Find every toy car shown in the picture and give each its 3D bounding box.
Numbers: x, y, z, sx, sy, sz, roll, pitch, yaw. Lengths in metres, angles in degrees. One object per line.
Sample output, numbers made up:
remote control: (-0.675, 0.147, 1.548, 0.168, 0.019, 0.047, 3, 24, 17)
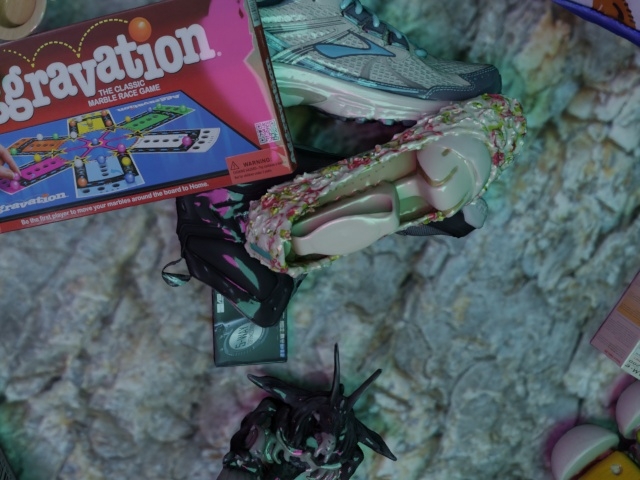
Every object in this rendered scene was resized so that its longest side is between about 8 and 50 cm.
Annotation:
toy car: (0.330, 0.237, 0.969, 0.182, 0.159, 0.136, -37, 144, 0)

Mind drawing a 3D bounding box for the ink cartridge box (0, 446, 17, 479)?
ink cartridge box: (-0.480, 0.181, 0.801, 0.385, 0.091, 0.308, -22, 109, -6)

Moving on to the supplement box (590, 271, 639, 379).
supplement box: (0.311, 0.078, 0.947, 0.036, 0.062, 0.098, 30, 99, -19)

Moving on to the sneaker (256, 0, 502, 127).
sneaker: (0.016, -0.158, 0.795, 0.283, 0.110, 0.122, 4, 102, -13)

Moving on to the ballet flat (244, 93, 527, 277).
ballet flat: (0.059, -0.033, 0.744, 0.241, 0.077, 0.091, -26, 118, -3)

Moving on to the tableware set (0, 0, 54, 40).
tableware set: (-0.275, -0.171, 0.743, 0.141, 0.020, 0.168, 43, 98, 14)

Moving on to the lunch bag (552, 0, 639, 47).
lunch bag: (0.316, -0.307, 0.677, 0.239, 0.328, 0.385, 26, 103, -39)

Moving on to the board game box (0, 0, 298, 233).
board game box: (-0.169, -0.095, 0.759, 0.281, 0.027, 0.145, -11, 104, 14)

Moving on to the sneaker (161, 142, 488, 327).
sneaker: (0.000, 0.000, 0.833, 0.269, 0.101, 0.153, 10, 95, -8)

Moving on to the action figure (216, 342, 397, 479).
action figure: (-0.033, 0.232, 0.882, 0.164, 0.141, 0.275, 29, 102, -16)

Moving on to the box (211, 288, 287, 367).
box: (-0.064, 0.070, 0.890, 0.067, 0.018, 0.083, -2, 106, -11)
